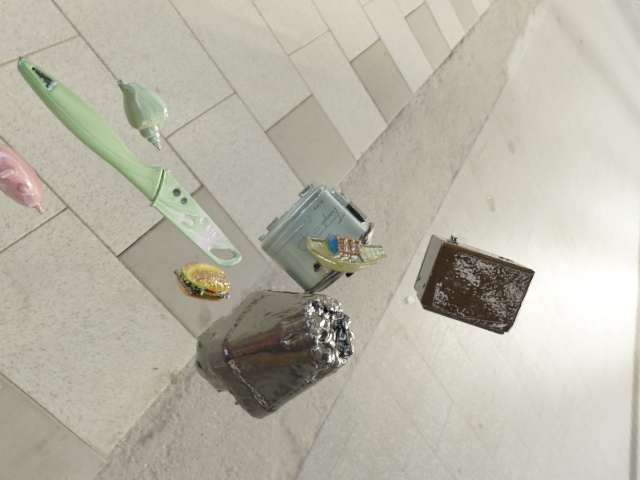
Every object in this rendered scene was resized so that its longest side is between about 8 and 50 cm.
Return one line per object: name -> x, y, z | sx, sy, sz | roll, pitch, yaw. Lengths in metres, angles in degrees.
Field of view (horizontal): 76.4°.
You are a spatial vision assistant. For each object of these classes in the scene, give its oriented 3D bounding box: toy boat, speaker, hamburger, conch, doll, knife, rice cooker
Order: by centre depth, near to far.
knife -> -0.129, -0.047, 0.307 | 0.030, 0.014, 0.207 | -50, 124, -18
toy boat -> 0.050, 0.021, 0.776 | 0.172, 0.066, 0.065 | 9, 39, -30
conch -> -0.393, -0.280, 0.918 | 0.180, 0.088, 0.065 | 78, 8, -45
rice cooker -> 0.000, 0.000, 0.981 | 0.227, 0.241, 0.280 | 44, 11, -4
speaker -> 0.374, 0.103, 1.022 | 0.230, 0.153, 0.193 | 19, 98, 4
doll -> -0.800, -0.177, 1.048 | 0.093, 0.211, 0.262 | -40, 137, -25
hamburger -> -0.338, 0.120, 1.202 | 0.165, 0.137, 0.087 | 21, 104, -50

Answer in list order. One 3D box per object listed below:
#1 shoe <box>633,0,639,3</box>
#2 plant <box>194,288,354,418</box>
shoe -> 0.255, -0.306, 0.368 | 0.264, 0.110, 0.095 | 35, 38, 14
plant -> -0.075, 0.160, 0.606 | 0.142, 0.255, 0.164 | 59, 36, -18
